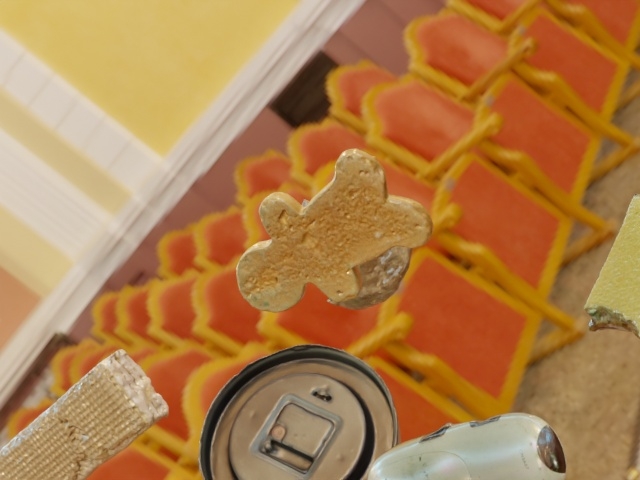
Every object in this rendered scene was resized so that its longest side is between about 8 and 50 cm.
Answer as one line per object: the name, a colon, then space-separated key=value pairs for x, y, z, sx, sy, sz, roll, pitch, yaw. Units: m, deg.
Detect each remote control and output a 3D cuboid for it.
remote control: x=0.129 y=0.223 z=1.157 sx=0.045 sy=0.097 sz=0.256 roll=-12 pitch=-14 yaw=-44

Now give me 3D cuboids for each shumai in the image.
shumai: x=0.040 y=0.009 z=1.907 sx=0.201 sy=0.120 sz=0.201 roll=-7 pitch=79 yaw=42

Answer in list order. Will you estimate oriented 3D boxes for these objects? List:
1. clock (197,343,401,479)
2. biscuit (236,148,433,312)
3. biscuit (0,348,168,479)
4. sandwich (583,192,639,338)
clock: x=-0.031 y=0.320 z=1.922 sx=0.325 sy=0.325 sz=0.067 roll=-55 pitch=-31 yaw=-21
biscuit: x=0.000 y=0.000 z=1.365 sx=0.234 sy=0.153 sz=0.030 roll=-39 pitch=9 yaw=25
biscuit: x=-0.420 y=0.339 z=2.073 sx=0.426 sy=0.144 sz=0.078 roll=-40 pitch=-2 yaw=37
sandwich: x=0.458 y=0.053 z=1.492 sx=0.245 sy=0.063 sz=0.212 roll=9 pitch=67 yaw=50
